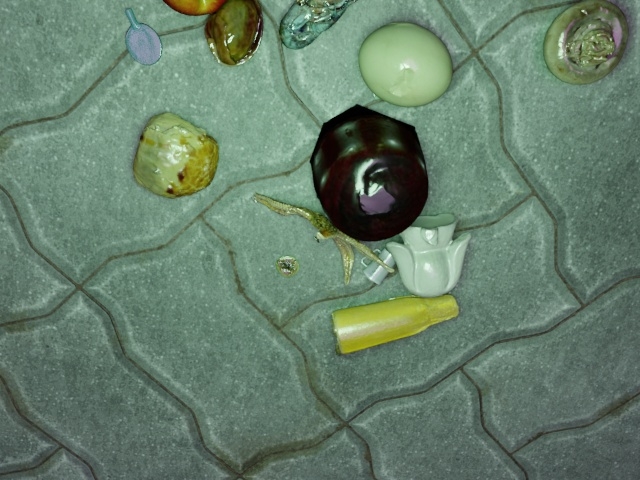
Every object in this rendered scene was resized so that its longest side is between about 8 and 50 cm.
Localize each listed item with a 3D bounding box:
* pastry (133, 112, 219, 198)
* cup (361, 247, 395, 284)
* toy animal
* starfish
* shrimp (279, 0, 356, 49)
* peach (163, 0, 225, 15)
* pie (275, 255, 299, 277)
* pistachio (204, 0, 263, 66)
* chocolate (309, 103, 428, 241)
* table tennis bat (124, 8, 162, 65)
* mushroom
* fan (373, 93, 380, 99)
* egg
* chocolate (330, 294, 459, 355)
[{"bbox_3d":[-0.442,-0.232,1.383,0.237,0.170,0.256,24,112,-7],"label":"pastry"},{"bbox_3d":[0.195,0.079,1.575,0.104,0.074,0.116,40,101,15],"label":"cup"},{"bbox_3d":[0.344,0.061,1.498,0.272,0.206,0.265,-3,106,-3],"label":"toy animal"},{"bbox_3d":[0.009,-0.008,1.436,0.132,0.384,0.398,-49,120,-3],"label":"starfish"},{"bbox_3d":[0.033,-0.659,1.245,0.137,0.172,0.372,18,128,-42],"label":"shrimp"},{"bbox_3d":[-0.346,-0.703,1.179,0.199,0.243,0.243,-33,108,0],"label":"peach"},{"bbox_3d":[-0.113,0.088,1.584,0.084,0.021,0.084,-1,110,-2],"label":"pie"},{"bbox_3d":[-0.241,-0.592,1.285,0.165,0.130,0.210,22,95,-3],"label":"pistachio"},{"bbox_3d":[0.146,-0.182,1.341,0.384,0.331,0.383,0,108,0],"label":"chocolate"},{"bbox_3d":[-0.519,-0.586,1.333,0.100,0.019,0.155,-21,111,5],"label":"table tennis bat"},{"bbox_3d":[0.754,-0.561,1.306,0.226,0.178,0.226,2,105,6],"label":"mushroom"},{"bbox_3d":[0.258,-0.454,1.410,0.193,0.016,0.038,-3,112,0],"label":"fan"},{"bbox_3d":[0.237,-0.488,1.290,0.269,0.219,0.219,14,108,-6],"label":"egg"},{"bbox_3d":[0.256,0.280,1.610,0.445,0.162,0.162,-12,110,-3],"label":"chocolate"}]
